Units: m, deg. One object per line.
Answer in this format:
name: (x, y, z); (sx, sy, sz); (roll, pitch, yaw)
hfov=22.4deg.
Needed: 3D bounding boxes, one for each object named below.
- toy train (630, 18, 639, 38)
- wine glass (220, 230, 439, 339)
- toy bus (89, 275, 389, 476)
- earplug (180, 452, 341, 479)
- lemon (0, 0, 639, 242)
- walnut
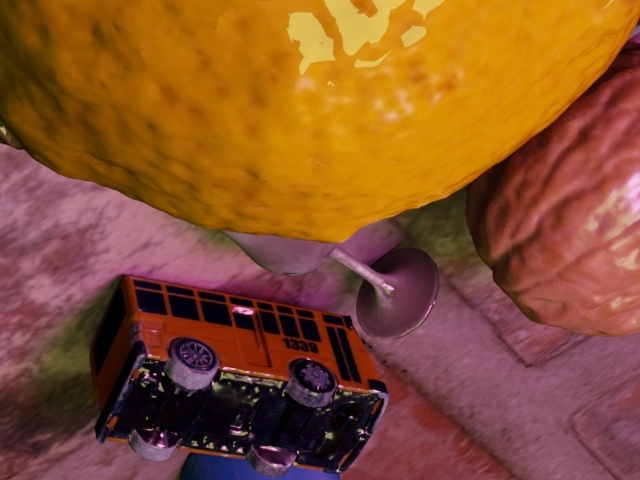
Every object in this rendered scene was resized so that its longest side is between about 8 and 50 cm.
toy train: (0.222, -0.199, 1.042); (0.409, 0.086, 0.089); (-33, 137, 10)
wine glass: (0.000, 0.000, 1.147); (0.079, 0.079, 0.195); (-40, 136, 17)
toy bus: (-0.062, 0.101, 1.191); (0.201, 0.114, 0.098); (11, 126, -24)
earplug: (-0.016, 0.283, 1.270); (0.132, 0.273, 0.132); (-12, 136, -12)
lemon: (-0.014, -0.168, 0.793); (0.387, 0.350, 0.350); (-29, 136, -4)
walnut: (0.205, -0.040, 1.122); (0.213, 0.213, 0.213); (-12, 135, -12)
